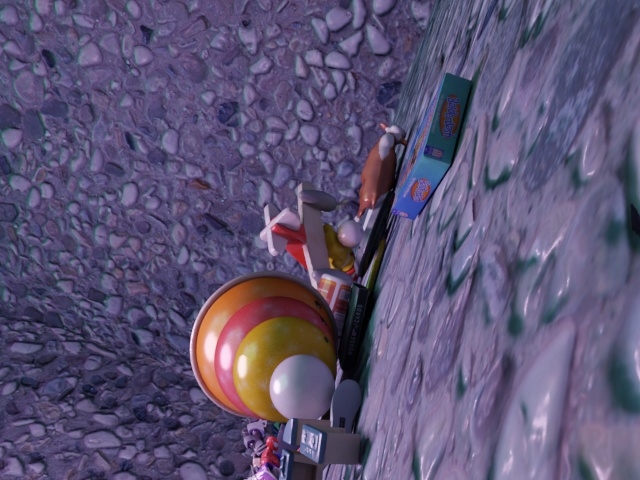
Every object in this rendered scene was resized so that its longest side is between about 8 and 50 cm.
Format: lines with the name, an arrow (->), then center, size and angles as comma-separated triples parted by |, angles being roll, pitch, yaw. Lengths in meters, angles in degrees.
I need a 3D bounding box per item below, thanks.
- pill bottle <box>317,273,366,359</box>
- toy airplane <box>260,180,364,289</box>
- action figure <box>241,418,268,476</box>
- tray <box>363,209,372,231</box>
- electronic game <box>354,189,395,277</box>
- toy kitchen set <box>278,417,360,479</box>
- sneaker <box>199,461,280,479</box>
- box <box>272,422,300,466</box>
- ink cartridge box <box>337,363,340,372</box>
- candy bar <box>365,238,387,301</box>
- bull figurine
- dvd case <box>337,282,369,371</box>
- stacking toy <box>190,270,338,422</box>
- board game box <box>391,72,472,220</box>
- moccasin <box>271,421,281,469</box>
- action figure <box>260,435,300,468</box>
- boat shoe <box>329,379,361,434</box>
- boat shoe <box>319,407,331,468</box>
pill bottle -> 0.030, 0.202, 1.623 | 0.121, 0.121, 0.216 | 104, -176, -85
toy airplane -> 0.000, 0.000, 1.981 | 0.386, 0.272, 0.384 | 65, -161, -3
action figure -> -0.192, 0.702, 2.076 | 0.285, 0.099, 0.185 | -114, 22, -54
tray -> 0.174, -0.082, 2.097 | 0.270, 0.030, 0.145 | -67, -6, -88
electronic game -> 0.138, -0.016, 1.579 | 0.229, 0.048, 0.229 | 21, -90, -81
toy kitchen set -> -0.034, 0.371, 0.923 | 0.166, 0.122, 0.207 | 163, 114, -69
sneaker -> -0.186, 0.619, 1.599 | 0.102, 0.282, 0.161 | 20, -96, -73
box -> -0.087, 0.608, 2.006 | 0.158, 0.093, 0.156 | -68, -4, -69
ink cartridge box -> 0.020, 0.348, 1.689 | 0.028, 0.048, 0.083 | -71, 1, -61
candy bar -> 0.127, 0.068, 1.487 | 0.040, 0.018, 0.162 | 104, -176, -75
bull figurine -> 0.175, -0.195, 1.867 | 0.188, 0.101, 0.310 | 100, -171, -58
dvd case -> 0.072, 0.191, 1.450 | 0.239, 0.029, 0.179 | 122, 160, -88
stacking toy -> -0.073, 0.262, 1.298 | 0.480, 0.350, 0.351 | -161, 89, -73
board game box -> 0.180, -0.148, 1.050 | 0.210, 0.047, 0.160 | 106, -178, -68
moccasin -> -0.122, 0.678, 2.239 | 0.342, 0.116, 0.138 | -78, 6, -70
action figure -> -0.090, 0.651, 1.665 | 0.091, 0.139, 0.281 | 174, 92, -87
boat shoe -> 0.034, 0.298, 1.048 | 0.040, 0.049, 0.142 | 107, 179, -49
boat shoe -> 0.004, 0.385, 1.231 | 0.048, 0.056, 0.153 | 63, -132, -80
